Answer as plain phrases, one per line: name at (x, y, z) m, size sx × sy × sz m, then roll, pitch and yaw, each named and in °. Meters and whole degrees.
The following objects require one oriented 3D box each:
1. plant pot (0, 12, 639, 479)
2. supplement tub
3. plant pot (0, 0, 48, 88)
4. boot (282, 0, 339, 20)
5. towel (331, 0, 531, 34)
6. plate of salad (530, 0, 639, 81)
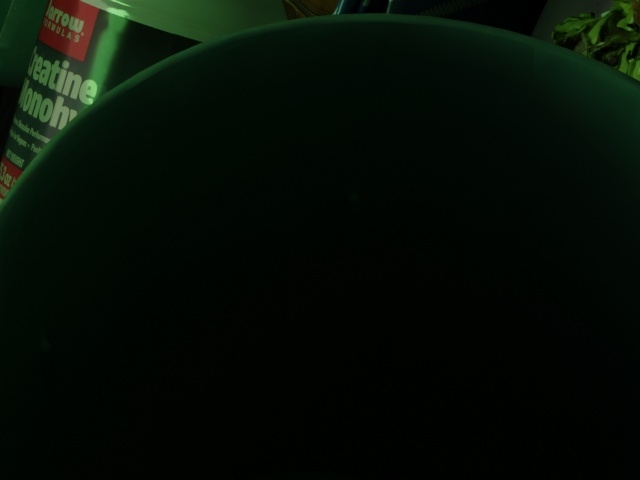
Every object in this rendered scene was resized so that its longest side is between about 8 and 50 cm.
plant pot at (0.021, 0.107, 0.676) m, size 0.235 × 0.293 × 0.293 m, roll 104°, pitch 171°, yaw -54°
supplement tub at (-0.127, -0.111, 1.461) m, size 0.191 × 0.191 × 0.272 m, roll -134°, pitch 60°, yaw -71°
plant pot at (-0.181, -0.258, 1.750) m, size 0.290 × 0.195 × 0.290 m, roll -165°, pitch 90°, yaw -74°
boot at (0.009, -0.185, 1.112) m, size 0.280 × 0.096 × 0.264 m, roll -110°, pitch 19°, yaw -72°
towel at (0.107, -0.214, 0.883) m, size 0.243 × 0.040 × 0.336 m, roll -28°, pitch -36°, yaw -62°
plate of salad at (0.134, -0.081, 0.792) m, size 0.200 × 0.048 × 0.200 m, roll -38°, pitch 40°, yaw 41°
